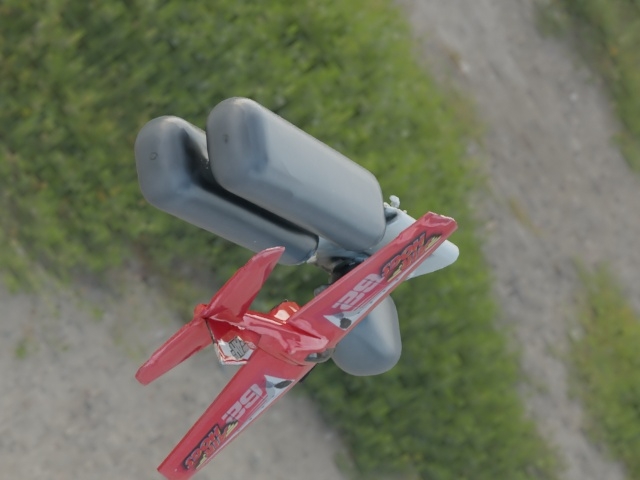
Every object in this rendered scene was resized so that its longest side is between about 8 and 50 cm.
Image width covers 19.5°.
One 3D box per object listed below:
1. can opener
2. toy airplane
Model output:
[{"bbox_3d":[0.000,0.000,0.949,0.280,0.074,0.093,35,44,-62],"label":"can opener"},{"bbox_3d":[-0.019,0.036,0.680,0.028,0.151,0.151,49,23,14],"label":"toy airplane"}]
